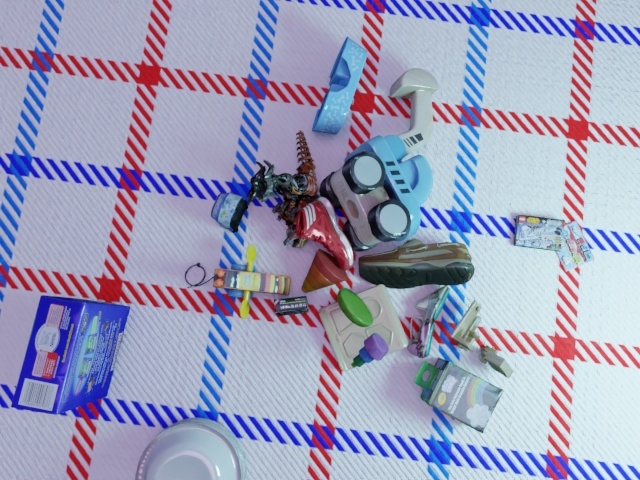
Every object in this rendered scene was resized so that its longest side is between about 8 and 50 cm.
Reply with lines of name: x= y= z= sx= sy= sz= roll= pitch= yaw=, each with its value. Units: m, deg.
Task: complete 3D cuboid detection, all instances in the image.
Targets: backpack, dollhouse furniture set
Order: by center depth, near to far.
dollhouse furniture set: x=0.476 y=0.274 z=1.524 sx=0.151 sy=0.144 sz=0.123 roll=29 pitch=80 yaw=40
backpack: x=-0.266 y=-0.087 z=1.576 sx=0.084 sy=0.114 sz=0.105 roll=22 pitch=83 yaw=2

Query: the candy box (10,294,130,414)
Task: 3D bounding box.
candy box: x=-0.629 y=0.286 z=1.416 sx=0.122 sy=0.317 sz=0.268 roll=11 pitch=81 yaw=2

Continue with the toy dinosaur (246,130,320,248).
toy dinosaur: x=-0.086 y=-0.146 z=1.592 sx=0.218 sy=0.164 sz=0.322 roll=8 pitch=67 yaw=-24

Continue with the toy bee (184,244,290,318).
toy bee: x=-0.234 y=0.123 z=1.525 sx=0.298 sy=0.162 sz=0.195 roll=-15 pitch=84 yaw=-3

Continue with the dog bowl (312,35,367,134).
dog bowl: x=0.059 y=-0.449 z=1.615 sx=0.074 sy=0.166 sz=0.297 roll=19 pitch=82 yaw=-9

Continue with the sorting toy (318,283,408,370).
sorting toy: x=0.122 y=0.249 z=1.571 sx=0.208 sy=0.038 sz=0.193 roll=-22 pitch=83 yaw=-1

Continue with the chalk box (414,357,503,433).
chalk box: x=0.363 y=0.411 z=1.510 sx=0.213 sy=0.132 sz=0.132 roll=28 pitch=83 yaw=4

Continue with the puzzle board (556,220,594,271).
puzzle board: x=0.746 y=0.016 z=1.631 sx=0.096 sy=0.011 sz=0.128 roll=-22 pitch=82 yaw=-4

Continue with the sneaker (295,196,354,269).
sneaker: x=0.000 y=0.000 z=1.541 sx=0.128 sy=0.087 sz=0.221 roll=-27 pitch=94 yaw=-29

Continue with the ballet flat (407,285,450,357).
ballet flat: x=0.302 y=0.224 z=1.569 sx=0.079 sy=0.077 sz=0.221 roll=17 pitch=82 yaw=21

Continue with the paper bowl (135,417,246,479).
paper bowl: x=-0.348 y=0.629 z=1.459 sx=0.284 sy=0.148 sz=0.284 roll=0 pitch=81 yaw=0

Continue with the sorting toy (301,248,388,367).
sorting toy: x=0.048 y=0.196 z=1.512 sx=0.126 sy=0.127 sz=0.365 roll=-42 pitch=56 yaw=18

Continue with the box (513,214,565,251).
box: x=0.647 y=-0.022 z=1.621 sx=0.137 sy=0.027 sz=0.094 roll=8 pitch=82 yaw=6

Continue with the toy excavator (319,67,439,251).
toy excavator: x=0.218 y=-0.236 z=1.575 sx=0.445 sy=0.222 sz=0.433 roll=-27 pitch=89 yaw=-25

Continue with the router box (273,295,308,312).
router box: x=-0.080 y=0.184 z=1.537 sx=0.092 sy=0.122 sz=0.038 roll=-6 pitch=78 yaw=-2

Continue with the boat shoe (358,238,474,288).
boat shoe: x=0.272 y=0.061 z=1.574 sx=0.324 sy=0.122 sz=0.120 roll=0 pitch=54 yaw=8
